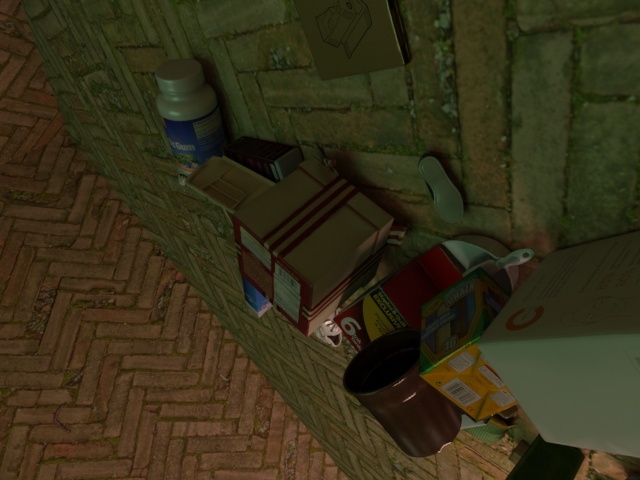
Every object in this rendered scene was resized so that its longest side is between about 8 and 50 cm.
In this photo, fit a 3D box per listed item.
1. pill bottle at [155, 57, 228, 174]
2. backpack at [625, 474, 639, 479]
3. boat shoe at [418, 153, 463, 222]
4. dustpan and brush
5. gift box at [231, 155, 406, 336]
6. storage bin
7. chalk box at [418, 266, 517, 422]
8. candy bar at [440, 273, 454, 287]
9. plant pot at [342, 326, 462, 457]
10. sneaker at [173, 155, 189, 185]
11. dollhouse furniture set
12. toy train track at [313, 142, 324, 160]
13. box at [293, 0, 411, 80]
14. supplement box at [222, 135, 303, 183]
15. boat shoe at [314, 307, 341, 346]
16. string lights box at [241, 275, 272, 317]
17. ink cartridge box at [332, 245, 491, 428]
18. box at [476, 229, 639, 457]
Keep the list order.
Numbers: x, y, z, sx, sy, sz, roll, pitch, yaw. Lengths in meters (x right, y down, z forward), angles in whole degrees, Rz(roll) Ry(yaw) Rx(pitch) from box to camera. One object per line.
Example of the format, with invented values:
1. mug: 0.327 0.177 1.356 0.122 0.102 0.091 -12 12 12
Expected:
1. pill bottle: -0.334 -0.317 1.181 0.152 0.152 0.272 35 149 30
2. backpack: 0.569 0.462 0.755 0.152 0.115 0.182 54 156 22
3. boat shoe: 0.199 -0.087 0.754 0.046 0.038 0.125 -29 107 21
4. dustpan and brush: 0.285 0.038 0.744 0.147 0.060 0.211 50 153 5
5. gift box: 0.000 0.000 0.922 0.255 0.258 0.276 42 151 16
6. storage bin: -0.184 -0.053 1.150 0.260 0.123 0.262 30 156 32
7. chalk box: 0.250 0.146 0.727 0.132 0.213 0.132 40 122 -11
8. candy bar: 0.292 0.122 0.883 0.161 0.018 0.040 47 152 9
9. plant pot: 0.151 0.269 0.790 0.165 0.167 0.167 57 153 -10
10. sneaker: -0.389 -0.233 1.430 0.292 0.110 0.119 13 125 50
11. dollhouse furniture set: 0.376 0.458 1.007 0.301 0.151 0.198 35 148 30
12. toy train track: 0.011 -0.172 0.973 0.083 0.014 0.048 60 160 -2
13. box: 0.041 -0.344 0.712 0.201 0.021 0.165 15 135 51
14. supplement box: -0.132 -0.173 1.126 0.239 0.073 0.130 22 142 43
15. boat shoe: 0.031 0.233 1.343 0.096 0.098 0.277 37 158 26
16. string lights box: -0.184 0.136 1.510 0.076 0.133 0.260 40 150 22
17. ink cartridge box: 0.213 0.206 0.905 0.310 0.130 0.272 52 143 7
18. box: 0.386 0.099 0.484 0.168 0.215 0.345 54 151 -4
